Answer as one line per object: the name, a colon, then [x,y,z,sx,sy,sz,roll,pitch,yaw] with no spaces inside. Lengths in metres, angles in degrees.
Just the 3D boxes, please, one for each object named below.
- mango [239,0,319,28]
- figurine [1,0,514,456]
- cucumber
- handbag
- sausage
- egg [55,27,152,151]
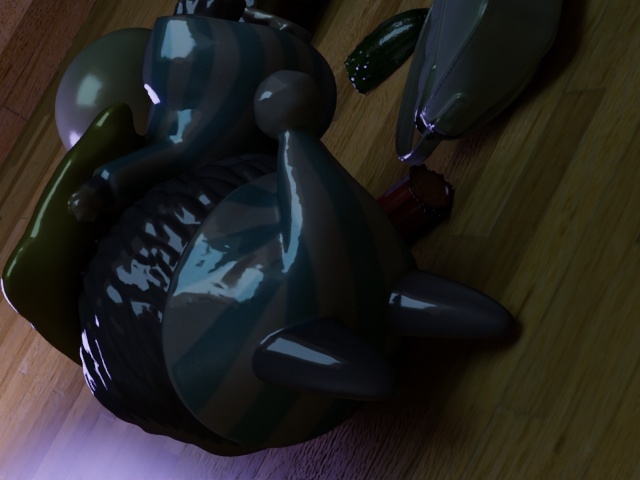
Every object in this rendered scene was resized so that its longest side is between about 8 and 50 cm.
mango: [-0.057,-0.306,1.796,0.267,0.111,0.133,-62,8,-24]
figurine: [0.000,0.000,1.109,0.378,0.266,0.361,15,85,32]
cucumber: [0.067,-0.200,1.461,0.107,0.035,0.067,-39,26,39]
handbag: [0.130,-0.185,1.247,0.219,0.079,0.256,-53,18,47]
sausage: [0.049,-0.008,1.216,0.145,0.048,0.050,-39,66,43]
egg: [-0.255,-0.188,1.970,0.188,0.189,0.253,-43,21,36]
